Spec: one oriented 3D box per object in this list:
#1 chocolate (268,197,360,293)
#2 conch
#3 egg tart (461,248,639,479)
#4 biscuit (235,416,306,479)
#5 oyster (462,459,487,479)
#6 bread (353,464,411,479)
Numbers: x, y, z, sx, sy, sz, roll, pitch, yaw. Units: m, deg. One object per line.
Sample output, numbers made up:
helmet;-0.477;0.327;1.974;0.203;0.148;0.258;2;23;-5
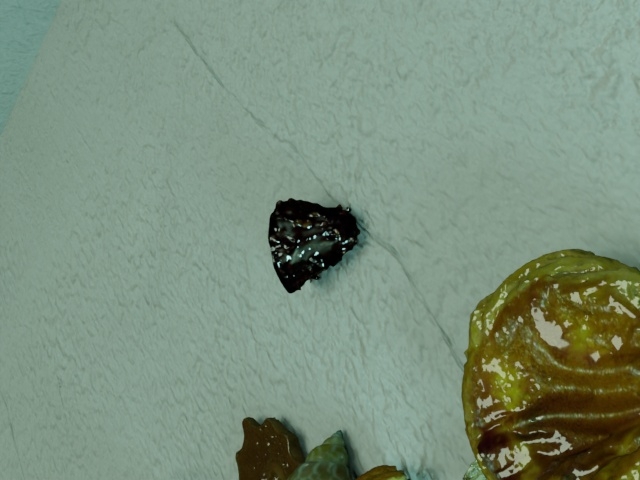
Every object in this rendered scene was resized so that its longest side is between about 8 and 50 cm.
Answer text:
chocolate;0.000;0.000;1.483;0.133;0.156;0.156;-8;77;20
conch;-0.008;0.399;1.430;0.106;0.116;0.173;-136;49;-62
egg tart;0.314;0.172;1.058;0.352;0.153;0.339;-58;46;27
biscuit;-0.082;0.394;1.570;0.182;0.034;0.215;-51;52;34
oyster;0.208;0.323;1.226;0.038;0.080;0.083;30;144;24
bread;0.064;0.442;1.276;0.129;0.133;0.260;115;153;-63
